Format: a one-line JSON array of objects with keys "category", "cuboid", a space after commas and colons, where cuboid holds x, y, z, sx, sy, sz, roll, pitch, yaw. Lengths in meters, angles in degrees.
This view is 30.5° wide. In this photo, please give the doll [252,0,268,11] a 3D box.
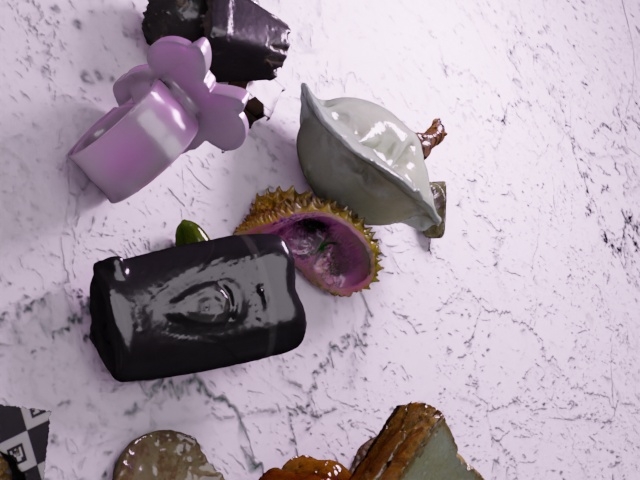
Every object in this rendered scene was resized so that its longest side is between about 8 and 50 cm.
[{"category": "doll", "cuboid": [-0.132, -0.380, 2.179, 0.110, 0.067, 0.205, -18, 97, -40]}]

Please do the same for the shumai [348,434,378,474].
[{"category": "shumai", "cuboid": [0.152, 0.431, 2.047, 0.206, 0.166, 0.175, -47, 118, -22]}]

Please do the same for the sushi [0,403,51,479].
[{"category": "sushi", "cuboid": [-0.492, 0.327, 1.493, 0.290, 0.050, 0.263, 13, 77, -45]}]

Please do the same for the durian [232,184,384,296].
[{"category": "durian", "cuboid": [0.009, -0.012, 2.099, 0.260, 0.187, 0.153, 46, 50, -41]}]

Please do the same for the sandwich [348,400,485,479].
[{"category": "sandwich", "cuboid": [0.151, 0.426, 1.873, 0.249, 0.095, 0.273, -53, 131, -22]}]

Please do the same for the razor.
[{"category": "razor", "cuboid": [-0.188, 0.101, 1.819, 0.349, 0.113, 0.204, -8, 89, -29]}]

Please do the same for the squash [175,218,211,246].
[{"category": "squash", "cuboid": [-0.166, 0.080, 1.933, 0.258, 0.069, 0.069, 57, 42, -10]}]

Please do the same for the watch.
[{"category": "watch", "cuboid": [-0.257, -0.164, 1.812, 0.211, 0.248, 0.217, 49, 47, -20]}]

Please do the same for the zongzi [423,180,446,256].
[{"category": "zongzi", "cuboid": [0.250, -0.048, 2.440, 0.130, 0.062, 0.154, -12, 88, -60]}]

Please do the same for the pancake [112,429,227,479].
[{"category": "pancake", "cuboid": [-0.216, 0.397, 1.755, 0.236, 0.042, 0.222, 38, 48, -26]}]

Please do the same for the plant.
[{"category": "plant", "cuboid": [-0.184, -0.355, 2.025, 0.256, 0.164, 0.141, 15, 62, -14]}]

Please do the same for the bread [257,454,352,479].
[{"category": "bread", "cuboid": [-0.016, 0.468, 1.863, 0.232, 0.135, 0.246, 58, 38, -31]}]

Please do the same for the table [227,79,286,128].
[{"category": "table", "cuboid": [-0.125, -0.260, 2.126, 0.083, 0.070, 0.082, 40, 51, -28]}]

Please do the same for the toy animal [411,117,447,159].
[{"category": "toy animal", "cuboid": [0.133, -0.212, 2.339, 0.255, 0.116, 0.114, 18, 59, -40]}]

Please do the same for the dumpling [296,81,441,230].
[{"category": "dumpling", "cuboid": [0.085, -0.131, 2.190, 0.321, 0.211, 0.270, 12, 40, -24]}]
